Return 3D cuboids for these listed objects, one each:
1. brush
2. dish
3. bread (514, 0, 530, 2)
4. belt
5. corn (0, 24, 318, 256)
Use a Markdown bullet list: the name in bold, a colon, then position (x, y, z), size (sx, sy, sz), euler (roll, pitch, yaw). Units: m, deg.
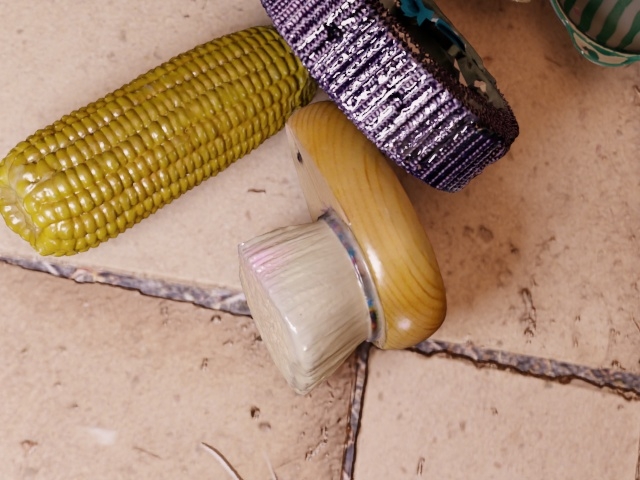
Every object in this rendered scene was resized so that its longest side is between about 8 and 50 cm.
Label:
- **brush**: position (0.000, 0.000, 1.628), size (0.166, 0.174, 0.267), euler (-20, 76, -11)
- **dish**: position (0.319, -0.289, 1.839), size (0.246, 0.078, 0.224), euler (32, 73, -2)
- **bread**: position (0.153, -0.354, 1.730), size (0.241, 0.107, 0.136), euler (26, 71, -4)
- **belt**: position (0.063, -0.192, 1.658), size (0.122, 0.260, 0.325), euler (-44, 75, 19)
- **corn**: position (-0.155, -0.106, 1.630), size (0.344, 0.131, 0.131), euler (-34, 86, -24)
